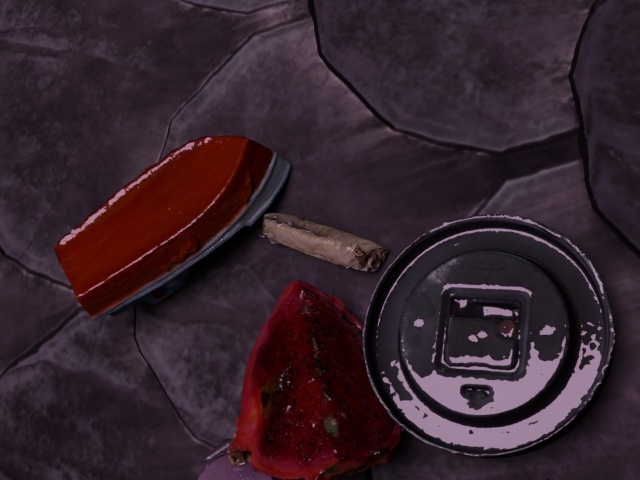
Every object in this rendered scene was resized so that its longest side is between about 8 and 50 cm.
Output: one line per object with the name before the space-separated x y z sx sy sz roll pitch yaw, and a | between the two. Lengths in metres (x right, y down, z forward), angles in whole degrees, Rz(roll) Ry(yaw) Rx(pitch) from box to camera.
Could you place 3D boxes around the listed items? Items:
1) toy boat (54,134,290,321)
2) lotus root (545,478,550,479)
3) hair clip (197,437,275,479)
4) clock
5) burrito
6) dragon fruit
toy boat | -0.186 -0.020 1.477 0.332 0.133 0.145 -36 55 4
lotus root | 0.305 0.330 1.047 0.284 0.160 0.146 35 96 25
hair clip | -0.077 0.398 1.303 0.110 0.095 0.359 -52 51 33
clock | 0.187 0.108 1.226 0.280 0.055 0.281 -7 68 17
burrito | 0.000 0.000 1.407 0.185 0.041 0.045 20 127 32
dragon fruit | -0.015 0.206 1.309 0.211 0.134 0.262 -38 43 28
